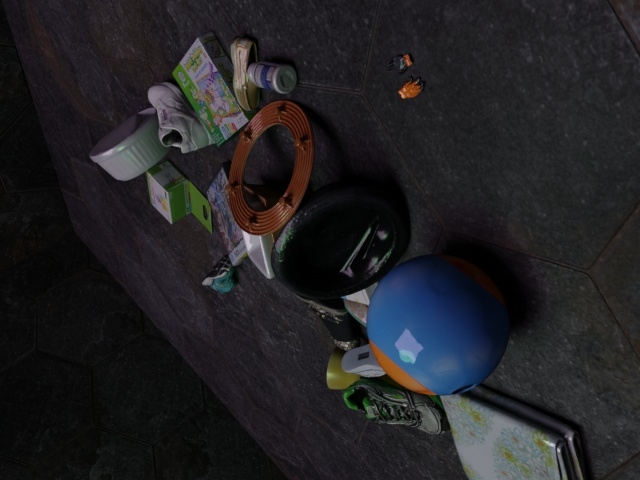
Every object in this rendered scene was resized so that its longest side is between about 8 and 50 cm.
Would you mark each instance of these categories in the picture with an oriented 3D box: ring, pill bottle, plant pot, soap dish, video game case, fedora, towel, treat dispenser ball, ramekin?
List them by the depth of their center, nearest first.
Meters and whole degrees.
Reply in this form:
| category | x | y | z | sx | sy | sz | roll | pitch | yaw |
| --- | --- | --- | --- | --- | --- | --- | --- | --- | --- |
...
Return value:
| category | x | y | z | sx | sy | sz | roll | pitch | yaw |
| --- | --- | --- | --- | --- | --- | --- | --- | --- | --- |
| treat dispenser ball | 0.238 | 0.170 | 1.392 | 0.288 | 0.288 | 0.288 | 38 | 148 | 29 |
| fedora | 0.036 | -0.021 | 1.576 | 0.152 | 0.334 | 0.334 | -104 | 6 | -48 |
| pill bottle | -0.115 | -0.381 | 1.579 | 0.120 | 0.067 | 0.067 | 25 | 140 | 44 |
| towel | 0.463 | 0.510 | 1.631 | 0.374 | 0.090 | 0.320 | 15 | 130 | 51 |
| ring | -0.133 | -0.177 | 1.644 | 0.337 | 0.032 | 0.336 | -17 | 68 | 47 |
| soap dish | -0.136 | -0.033 | 1.840 | 0.291 | 0.118 | 0.228 | -147 | 43 | -68 |
| plant pot | 0.088 | 0.392 | 2.066 | 0.095 | 0.134 | 0.134 | 7 | 132 | 22 |
| video game case | -0.278 | -0.077 | 2.135 | 0.274 | 0.035 | 0.248 | 68 | 154 | 8 |
| ramekin | -0.609 | -0.310 | 2.244 | 0.273 | 0.273 | 0.127 | 9 | 140 | 54 |

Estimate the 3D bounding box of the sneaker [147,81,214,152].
| category | x | y | z | sx | sy | sz | roll | pitch | yaw |
| --- | --- | --- | --- | --- | --- | --- | --- | --- | --- |
| sneaker | -0.441 | -0.366 | 2.021 | 0.305 | 0.152 | 0.114 | 40 | 151 | 29 |

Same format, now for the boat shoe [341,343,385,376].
| category | x | y | z | sx | sy | sz | roll | pitch | yaw |
| --- | --- | --- | --- | --- | --- | --- | --- | --- | --- |
| boat shoe | 0.170 | 0.330 | 1.903 | 0.084 | 0.095 | 0.258 | 27 | 154 | -30 |

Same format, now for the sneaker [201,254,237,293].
| category | x | y | z | sx | sy | sz | roll | pitch | yaw |
| --- | --- | --- | --- | --- | --- | --- | --- | --- | --- |
| sneaker | -0.352 | 0.132 | 2.516 | 0.110 | 0.107 | 0.275 | 37 | 158 | -7 |

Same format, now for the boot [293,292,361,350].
| category | x | y | z | sx | sy | sz | roll | pitch | yaw |
| --- | --- | --- | --- | --- | --- | --- | --- | --- | --- |
| boot | 0.018 | 0.219 | 2.011 | 0.236 | 0.085 | 0.178 | 22 | 140 | 46 |

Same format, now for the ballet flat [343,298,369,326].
| category | x | y | z | sx | sy | sz | roll | pitch | yaw |
| --- | --- | --- | --- | --- | --- | --- | --- | --- | --- |
| ballet flat | 0.196 | 0.200 | 1.715 | 0.316 | 0.108 | 0.106 | 36 | 129 | 22 |

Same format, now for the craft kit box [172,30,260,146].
| category | x | y | z | sx | sy | sz | roll | pitch | yaw |
| --- | --- | --- | --- | --- | --- | --- | --- | --- | --- |
| craft kit box | -0.283 | -0.400 | 1.842 | 0.246 | 0.061 | 0.250 | 61 | 152 | -5 |

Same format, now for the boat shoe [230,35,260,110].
| category | x | y | z | sx | sy | sz | roll | pitch | yaw |
| --- | --- | --- | --- | --- | --- | --- | --- | --- | --- |
| boat shoe | -0.171 | -0.398 | 1.658 | 0.072 | 0.068 | 0.190 | 21 | 138 | 30 |

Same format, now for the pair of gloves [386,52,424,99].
| category | x | y | z | sx | sy | sz | roll | pitch | yaw |
| --- | --- | --- | --- | --- | --- | --- | --- | --- | --- |
| pair of gloves | 0.159 | -0.309 | 1.287 | 0.074 | 0.010 | 0.083 | -9 | 112 | 60 |

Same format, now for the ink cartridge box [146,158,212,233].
| category | x | y | z | sx | sy | sz | roll | pitch | yaw |
| --- | --- | --- | --- | --- | --- | --- | --- | --- | --- |
| ink cartridge box | -0.500 | -0.135 | 2.426 | 0.255 | 0.097 | 0.188 | 44 | 150 | 23 |

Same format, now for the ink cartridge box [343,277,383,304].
| category | x | y | z | sx | sy | sz | roll | pitch | yaw |
| --- | --- | --- | --- | --- | --- | --- | --- | --- | --- |
| ink cartridge box | 0.110 | 0.096 | 1.723 | 0.143 | 0.090 | 0.092 | 10 | 129 | 53 |

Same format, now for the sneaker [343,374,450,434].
| category | x | y | z | sx | sy | sz | roll | pitch | yaw |
| --- | --- | --- | --- | --- | --- | --- | --- | --- | --- |
| sneaker | 0.207 | 0.466 | 1.876 | 0.344 | 0.146 | 0.134 | 5 | 108 | 47 |
